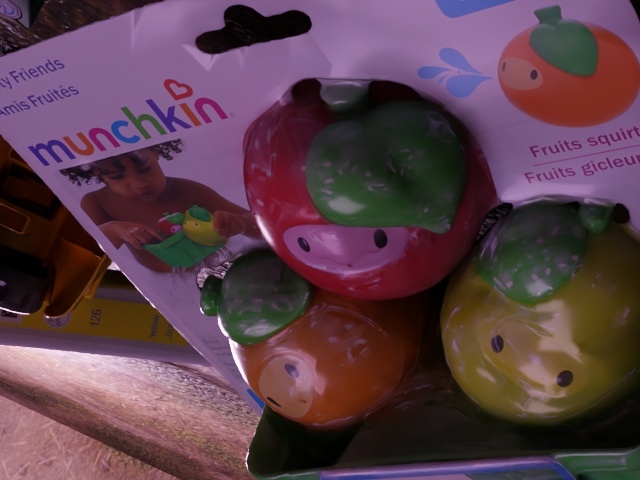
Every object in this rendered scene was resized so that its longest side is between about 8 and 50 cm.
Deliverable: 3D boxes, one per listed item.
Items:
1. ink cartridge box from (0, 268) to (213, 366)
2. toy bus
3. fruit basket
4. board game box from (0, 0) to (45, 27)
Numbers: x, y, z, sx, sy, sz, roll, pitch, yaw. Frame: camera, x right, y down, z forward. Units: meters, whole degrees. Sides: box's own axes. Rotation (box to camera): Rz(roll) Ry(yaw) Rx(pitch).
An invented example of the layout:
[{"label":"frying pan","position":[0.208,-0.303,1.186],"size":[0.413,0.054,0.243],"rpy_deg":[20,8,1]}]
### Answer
[{"label":"ink cartridge box","position":[-0.254,0.045,1.089],"size":[0.307,0.072,0.303],"rpy_deg":[10,180,-19]},{"label":"toy bus","position":[-0.225,-0.050,0.910],"size":[0.220,0.149,0.211],"rpy_deg":[24,180,1]},{"label":"fruit basket","position":[0.036,0.020,0.639],"size":[0.327,0.165,0.353],"rpy_deg":[-10,138,32]},{"label":"board game box","position":[-0.207,-0.208,0.535],"size":[0.213,0.046,0.317],"rpy_deg":[24,163,-5]}]
